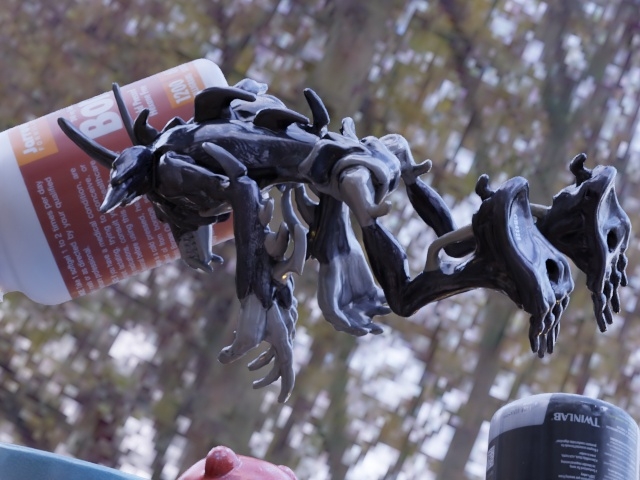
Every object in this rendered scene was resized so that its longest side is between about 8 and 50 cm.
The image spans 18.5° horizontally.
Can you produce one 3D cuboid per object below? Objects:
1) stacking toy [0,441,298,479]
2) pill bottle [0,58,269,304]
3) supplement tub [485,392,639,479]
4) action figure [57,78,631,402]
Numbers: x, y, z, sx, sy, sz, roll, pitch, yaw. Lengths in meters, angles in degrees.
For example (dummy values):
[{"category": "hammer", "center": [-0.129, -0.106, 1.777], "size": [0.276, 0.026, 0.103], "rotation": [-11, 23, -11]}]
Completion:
[{"category": "stacking toy", "center": [-0.171, 0.178, 1.309], "size": [0.279, 0.130, 0.309], "rotation": [7, -12, 30]}, {"category": "pill bottle", "center": [-0.151, -0.030, 1.303], "size": [0.216, 0.121, 0.121], "rotation": [-21, -41, -6]}, {"category": "supplement tub", "center": [0.177, 0.220, 1.458], "size": [0.117, 0.190, 0.117], "rotation": [6, -28, 3]}, {"category": "action figure", "center": [0.000, 0.000, 0.960], "size": [0.275, 0.164, 0.141], "rotation": [13, -67, 27]}]
